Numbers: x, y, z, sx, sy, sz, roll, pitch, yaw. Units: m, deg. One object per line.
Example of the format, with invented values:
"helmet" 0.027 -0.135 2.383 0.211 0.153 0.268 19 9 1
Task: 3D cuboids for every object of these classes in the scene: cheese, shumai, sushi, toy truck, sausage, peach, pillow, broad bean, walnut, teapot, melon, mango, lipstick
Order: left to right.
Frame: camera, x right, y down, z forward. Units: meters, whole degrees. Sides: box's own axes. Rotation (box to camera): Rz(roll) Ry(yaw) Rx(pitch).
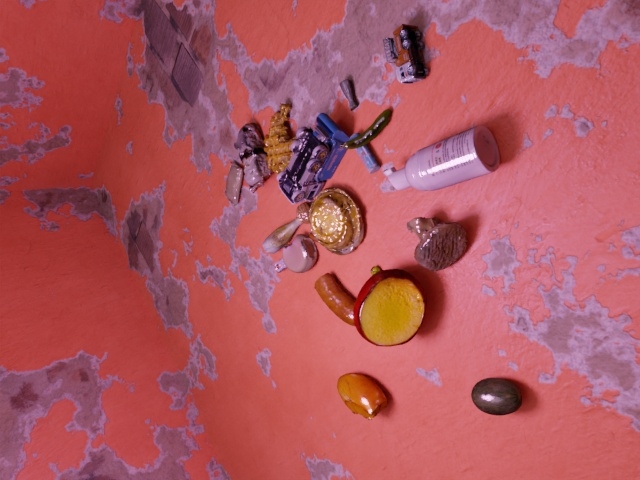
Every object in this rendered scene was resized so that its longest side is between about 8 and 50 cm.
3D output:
"pillow" -0.432 -0.283 2.394 0.119 0.053 0.208 39 125 38
"sushi" -0.304 -0.379 2.184 0.124 0.130 0.331 -28 78 46
"cheese" -0.126 0.078 2.140 0.286 0.082 0.163 -26 79 47
"walnut" -0.060 -0.114 2.033 0.079 0.083 0.096 129 120 -72
"toy truck" -0.027 -0.313 1.878 0.146 0.175 0.367 54 132 25
"sausage" 0.081 0.249 1.950 0.270 0.109 0.108 43 127 32
"teapot" 0.109 -0.540 1.786 0.043 0.043 0.110 -22 87 46
"mango" 0.160 0.619 1.938 0.252 0.126 0.153 20 124 50
"lipstick" 0.163 -0.322 1.770 0.048 0.048 0.157 -43 68 42
"broad bean" 0.166 -0.386 1.719 0.227 0.039 0.069 -29 104 21
"peach" 0.238 0.218 1.680 0.245 0.249 0.274 50 126 56
"toy truck" 0.276 -0.597 1.567 0.115 0.080 0.177 -12 89 52
"shumai" 0.376 -0.009 1.571 0.209 0.162 0.152 91 163 -45
"melon" 0.548 0.491 1.509 0.167 0.114 0.114 -12 90 44

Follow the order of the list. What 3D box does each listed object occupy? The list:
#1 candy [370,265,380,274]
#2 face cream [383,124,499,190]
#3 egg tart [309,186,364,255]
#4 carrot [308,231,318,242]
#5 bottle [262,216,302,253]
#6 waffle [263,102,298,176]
"candy" 0.241 0.138 1.813 0.123 0.035 0.035 35 155 25
"face cream" 0.362 -0.231 1.518 0.370 0.145 0.145 -16 87 48
"egg tart" 0.049 -0.070 1.897 0.279 0.095 0.278 14 113 35
"carrot" 0.000 0.000 2.027 0.142 0.035 0.035 33 121 32
"bottle" -0.161 -0.030 2.153 0.270 0.083 0.083 -37 72 38
"waffle" -0.173 -0.412 2.043 0.259 0.069 0.292 -53 45 41
